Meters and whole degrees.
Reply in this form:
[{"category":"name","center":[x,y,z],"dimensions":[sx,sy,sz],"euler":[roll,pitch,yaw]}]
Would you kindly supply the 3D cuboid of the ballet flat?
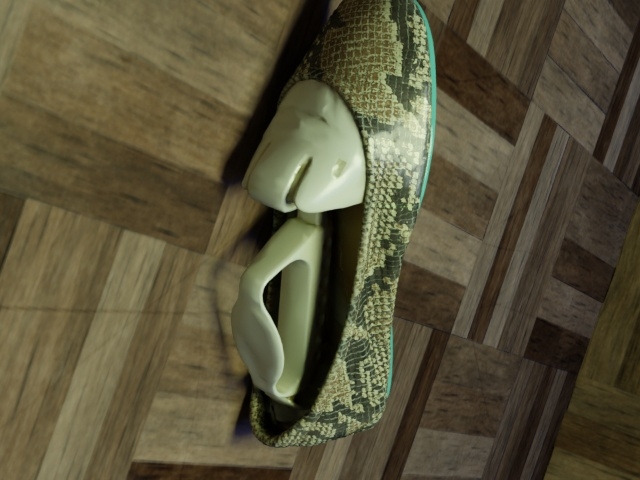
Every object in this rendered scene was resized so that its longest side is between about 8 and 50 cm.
[{"category":"ballet flat","center":[0.000,0.000,1.322],"dimensions":[0.182,0.164,0.482],"euler":[-18,126,-39]}]
